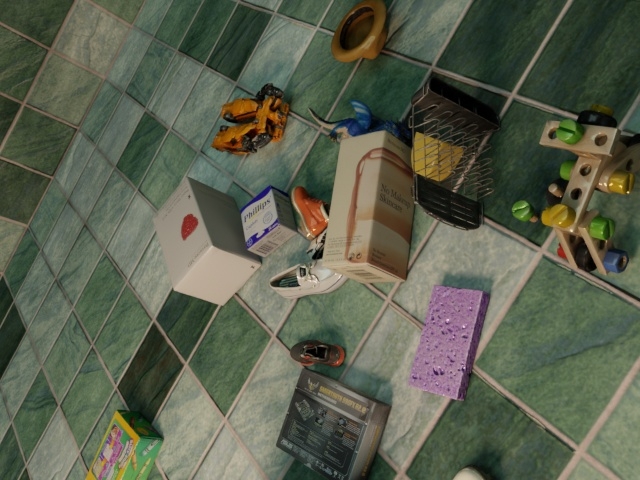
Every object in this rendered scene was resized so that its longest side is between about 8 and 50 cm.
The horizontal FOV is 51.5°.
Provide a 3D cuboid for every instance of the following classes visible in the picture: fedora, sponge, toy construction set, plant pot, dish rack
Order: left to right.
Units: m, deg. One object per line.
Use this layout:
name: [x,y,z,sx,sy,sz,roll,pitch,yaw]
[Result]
fedora: [0.114,-0.523,1.693,0.194,0.079,0.194,-27,49,35]
plant pot: [0.241,-0.174,1.412,0.081,0.081,0.083,34,108,47]
sponge: [0.246,0.192,1.276,0.117,0.031,0.210,7,78,46]
dish rack: [0.262,-0.160,1.297,0.074,0.208,0.271,-25,56,50]
toy construction set: [0.446,-0.065,1.038,0.257,0.237,0.309,-48,46,19]

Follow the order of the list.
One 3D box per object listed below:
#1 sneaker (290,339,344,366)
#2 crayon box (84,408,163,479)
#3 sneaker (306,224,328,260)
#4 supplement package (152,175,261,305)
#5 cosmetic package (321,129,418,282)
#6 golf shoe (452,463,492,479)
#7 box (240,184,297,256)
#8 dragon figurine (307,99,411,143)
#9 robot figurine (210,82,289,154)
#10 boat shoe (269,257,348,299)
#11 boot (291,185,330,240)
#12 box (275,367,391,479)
sneaker: [-0.020,0.248,1.492,0.158,0.065,0.061,-7,67,43]
crayon box: [-0.558,0.636,1.845,0.165,0.081,0.278,24,90,47]
sneaker: [0.000,0.000,1.602,0.109,0.040,0.044,-55,41,11]
supplement package: [-0.316,0.000,1.818,0.177,0.175,0.293,-46,46,19]
cosmetic package: [0.114,-0.068,1.438,0.129,0.153,0.296,-6,69,42]
golf shoe: [0.209,0.507,1.109,0.105,0.120,0.273,18,84,49]
box: [-0.138,-0.051,1.739,0.126,0.072,0.137,-36,49,28]
dragon figurine: [0.096,-0.279,1.594,0.144,0.085,0.289,-53,48,11]
robot figurine: [-0.199,-0.341,1.921,0.291,0.085,0.211,1,74,46]
boat shoe: [-0.027,0.088,1.562,0.226,0.076,0.083,-28,55,34]
boot: [-0.018,-0.084,1.650,0.084,0.059,0.158,-37,58,24]
box: [0.022,0.391,1.393,0.231,0.056,0.183,13,81,47]
